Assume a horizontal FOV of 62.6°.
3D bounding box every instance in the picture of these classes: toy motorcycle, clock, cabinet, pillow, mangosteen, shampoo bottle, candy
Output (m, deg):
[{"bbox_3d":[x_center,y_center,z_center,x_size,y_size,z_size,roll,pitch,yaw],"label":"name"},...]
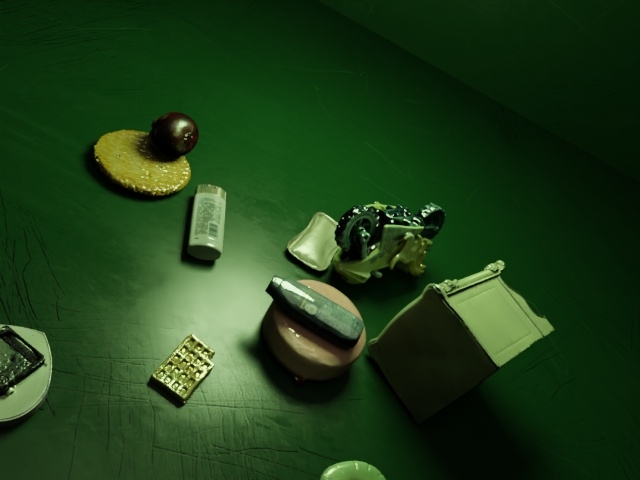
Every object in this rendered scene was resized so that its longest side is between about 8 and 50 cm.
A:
[{"bbox_3d":[0.186,0.005,1.469,0.410,0.236,0.168,-5,39,-39],"label":"toy motorcycle"},{"bbox_3d":[-0.553,0.214,0.915,0.198,0.064,0.172,38,41,5],"label":"clock"},{"bbox_3d":[0.343,0.235,1.293,0.318,0.290,0.227,-14,60,-43],"label":"cabinet"},{"bbox_3d":[0.000,0.000,1.502,0.131,0.038,0.232,37,41,1],"label":"pillow"},{"bbox_3d":[-0.406,-0.291,1.430,0.140,0.140,0.140,18,42,-17],"label":"mangosteen"},{"bbox_3d":[-0.291,-0.052,1.354,0.086,0.056,0.227,12,44,-20],"label":"shampoo bottle"},{"bbox_3d":[-0.014,0.213,1.236,0.255,0.094,0.255,18,42,-17],"label":"candy"},{"bbox_3d":[-0.014,0.155,1.179,0.234,0.049,0.087,31,41,-3],"label":"shampoo bottle"}]

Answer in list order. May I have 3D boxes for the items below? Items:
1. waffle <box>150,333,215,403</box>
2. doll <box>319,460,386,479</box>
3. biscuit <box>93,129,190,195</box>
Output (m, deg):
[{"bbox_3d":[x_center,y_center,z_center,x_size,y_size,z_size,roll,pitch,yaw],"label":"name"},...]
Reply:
[{"bbox_3d":[-0.273,0.260,1.080,0.092,0.021,0.135,35,41,5],"label":"waffle"},{"bbox_3d":[0.063,0.516,0.891,0.269,0.216,0.284,5,45,-37],"label":"doll"},{"bbox_3d":[-0.472,-0.208,1.410,0.254,0.035,0.254,19,40,-17],"label":"biscuit"}]
